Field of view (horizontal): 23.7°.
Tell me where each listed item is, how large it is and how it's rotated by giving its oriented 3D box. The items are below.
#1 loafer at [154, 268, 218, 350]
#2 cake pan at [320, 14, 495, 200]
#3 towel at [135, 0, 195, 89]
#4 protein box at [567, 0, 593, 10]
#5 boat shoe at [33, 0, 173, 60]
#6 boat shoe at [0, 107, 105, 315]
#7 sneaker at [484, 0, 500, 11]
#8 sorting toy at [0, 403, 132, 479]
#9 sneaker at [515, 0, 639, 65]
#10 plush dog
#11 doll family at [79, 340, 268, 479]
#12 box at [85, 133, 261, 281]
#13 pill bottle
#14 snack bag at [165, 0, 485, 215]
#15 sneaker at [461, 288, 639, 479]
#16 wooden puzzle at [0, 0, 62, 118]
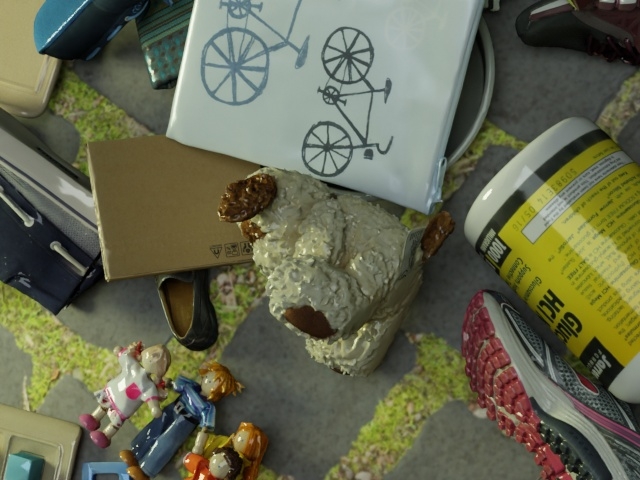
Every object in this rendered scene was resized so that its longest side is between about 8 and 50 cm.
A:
[{"bbox_3d":[-0.165,0.045,1.792,0.062,0.061,0.170,-23,76,12],"label":"loafer"},{"bbox_3d":[0.060,-0.186,1.766,0.293,0.054,0.293,-2,82,15],"label":"cake pan"},{"bbox_3d":[-0.128,-0.392,1.821,0.271,0.040,0.370,-21,73,23],"label":"towel"},{"bbox_3d":[0.287,-0.392,1.635,0.201,0.136,0.200,-35,43,0],"label":"protein box"},{"bbox_3d":[-0.237,-0.301,1.792,0.258,0.089,0.109,-28,57,40],"label":"boat shoe"},{"bbox_3d":[-0.385,-0.055,1.808,0.340,0.127,0.158,37,97,2],"label":"boat shoe"},{"bbox_3d":[0.219,-0.309,1.752,0.044,0.040,0.109,42,98,0],"label":"sneaker"},{"bbox_3d":[-0.393,0.296,1.829,0.348,0.047,0.196,12,86,17],"label":"sorting toy"},{"bbox_3d":[0.358,-0.198,1.661,0.281,0.106,0.162,-7,84,14],"label":"sneaker"},{"bbox_3d":[0.000,0.000,1.664,0.225,0.262,0.210,35,83,20],"label":"plush dog"},{"bbox_3d":[-0.150,0.226,1.752,0.163,0.118,0.263,-47,55,12],"label":"doll family"},{"bbox_3d":[-0.162,-0.046,1.774,0.201,0.021,0.164,-7,79,-17],"label":"box"},{"bbox_3d":[0.323,0.046,1.591,0.188,0.188,0.334,-44,73,6],"label":"pill bottle"},{"bbox_3d":[0.012,-0.225,1.699,0.343,0.037,0.323,17,104,15],"label":"snack bag"},{"bbox_3d":[0.255,0.174,1.642,0.112,0.121,0.299,-23,62,-23],"label":"sneaker"},{"bbox_3d":[-0.405,-0.284,1.919,0.221,0.044,0.238,17,83,17],"label":"wooden puzzle"}]
